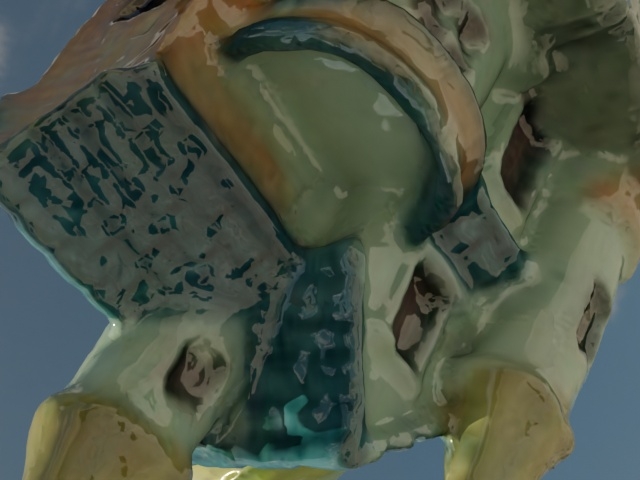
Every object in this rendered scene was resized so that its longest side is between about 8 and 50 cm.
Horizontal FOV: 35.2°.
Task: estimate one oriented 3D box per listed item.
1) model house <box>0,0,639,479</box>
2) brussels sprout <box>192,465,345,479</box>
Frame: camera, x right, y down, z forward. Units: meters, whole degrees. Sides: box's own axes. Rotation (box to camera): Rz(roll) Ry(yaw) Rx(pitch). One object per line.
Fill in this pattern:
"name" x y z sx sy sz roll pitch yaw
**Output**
"model house" 0.000 0.000 0.398 0.267 0.194 0.325 55 -131 -30
"brussels sprout" -0.050 0.117 0.981 0.227 0.259 0.294 31 -83 -11
